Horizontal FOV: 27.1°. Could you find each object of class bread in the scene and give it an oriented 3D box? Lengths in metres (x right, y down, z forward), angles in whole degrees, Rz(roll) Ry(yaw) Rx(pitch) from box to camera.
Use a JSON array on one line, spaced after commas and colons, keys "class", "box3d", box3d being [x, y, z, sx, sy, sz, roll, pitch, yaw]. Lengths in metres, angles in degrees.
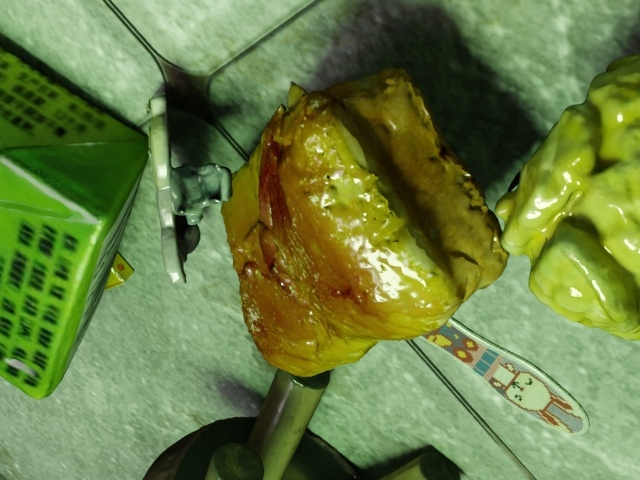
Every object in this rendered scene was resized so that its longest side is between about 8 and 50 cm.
[{"class": "bread", "box3d": [0.000, 0.000, 0.987, 0.185, 0.109, 0.380, 55, 160, 1]}]

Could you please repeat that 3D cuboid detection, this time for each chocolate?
[{"class": "chocolate", "box3d": [-0.317, -0.039, 1.226, 0.288, 0.137, 0.301, 32, 137, 3]}]

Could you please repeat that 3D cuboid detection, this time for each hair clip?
[{"class": "hair clip", "box3d": [-0.116, -0.046, 1.068, 0.187, 0.056, 0.146, -159, 60, -72]}]

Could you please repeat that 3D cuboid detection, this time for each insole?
[{"class": "insole", "box3d": [0.141, 0.103, 1.112, 0.197, 0.004, 0.065, 35, 145, 6]}]

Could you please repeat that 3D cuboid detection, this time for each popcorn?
[{"class": "popcorn", "box3d": [0.190, -0.027, 0.806, 0.173, 0.168, 0.195, 15, 178, 14]}]

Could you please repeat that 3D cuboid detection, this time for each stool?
[{"class": "stool", "box3d": [-0.022, 0.254, 1.234, 0.272, 0.272, 0.178, 39, 130, 1]}]

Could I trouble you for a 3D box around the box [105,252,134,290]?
[{"class": "box", "box3d": [-0.263, -0.010, 1.342, 0.087, 0.023, 0.155, -21, 114, 49]}]
